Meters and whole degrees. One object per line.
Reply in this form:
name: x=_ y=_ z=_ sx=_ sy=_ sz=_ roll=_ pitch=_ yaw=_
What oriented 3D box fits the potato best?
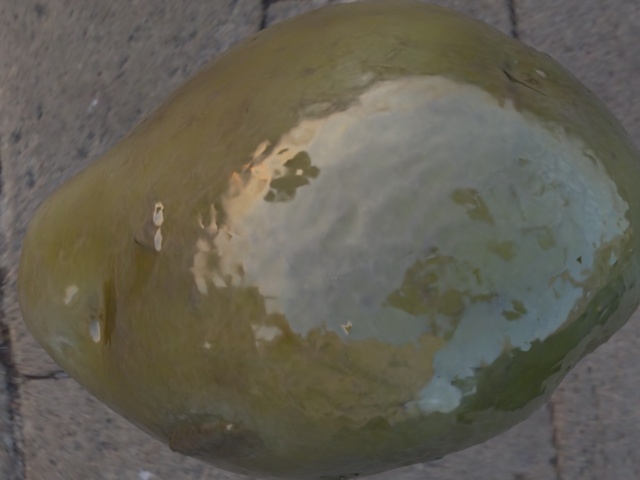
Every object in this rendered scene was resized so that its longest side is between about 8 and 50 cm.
potato: x=0.000 y=0.000 z=0.489 sx=0.178 sy=0.235 sz=0.160 roll=-23 pitch=100 yaw=-61
